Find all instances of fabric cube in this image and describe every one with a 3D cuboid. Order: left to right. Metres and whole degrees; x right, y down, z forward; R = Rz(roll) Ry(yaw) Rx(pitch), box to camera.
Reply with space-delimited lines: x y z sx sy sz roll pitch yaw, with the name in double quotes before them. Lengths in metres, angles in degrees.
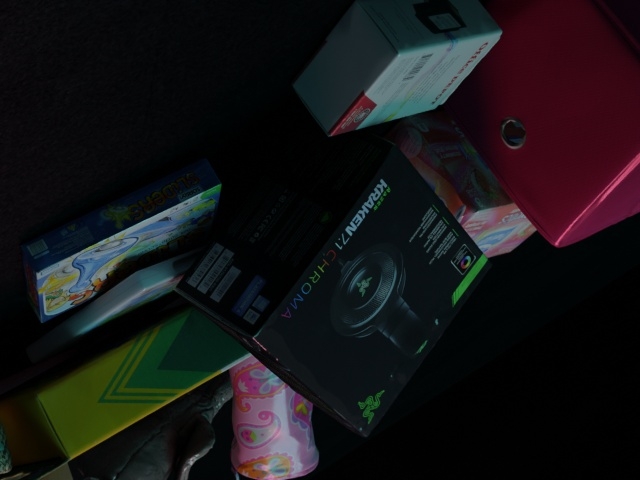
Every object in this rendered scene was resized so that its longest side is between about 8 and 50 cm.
"fabric cube" 0.327 -0.190 1.725 0.259 0.254 0.258 -23 161 -38

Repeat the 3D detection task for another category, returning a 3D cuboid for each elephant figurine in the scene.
"elephant figurine" -0.215 0.260 2.163 0.239 0.186 0.169 -45 122 -4

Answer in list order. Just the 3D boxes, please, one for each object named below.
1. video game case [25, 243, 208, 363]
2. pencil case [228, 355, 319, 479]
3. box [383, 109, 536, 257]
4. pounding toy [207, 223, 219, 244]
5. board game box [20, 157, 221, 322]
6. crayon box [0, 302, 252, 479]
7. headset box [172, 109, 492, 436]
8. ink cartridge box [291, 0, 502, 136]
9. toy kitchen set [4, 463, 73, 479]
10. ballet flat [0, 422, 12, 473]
"video game case" -0.189 0.059 1.694 0.212 0.023 0.193 -32 174 40
"pencil case" -0.063 0.165 1.974 0.124 0.124 0.284 -24 126 -37
"box" 0.176 -0.064 1.970 0.142 0.154 0.300 -45 163 29
"pounding toy" -0.053 0.013 1.815 0.206 0.094 0.181 -43 163 22
"board game box" -0.197 0.001 1.562 0.201 0.035 0.136 -27 163 -17
"crayon box" -0.244 0.164 1.722 0.323 0.083 0.203 -29 -174 -35
"headset box" 0.024 0.042 1.676 0.246 0.131 0.283 -53 140 -9
"ink cartridge box" 0.077 -0.180 1.556 0.175 0.072 0.127 -19 157 -48
"toy kitchen set" -0.429 0.291 1.868 0.207 0.122 0.166 17 129 -46
"ballet flat" -0.494 0.328 1.642 0.483 0.182 0.164 -42 162 22
